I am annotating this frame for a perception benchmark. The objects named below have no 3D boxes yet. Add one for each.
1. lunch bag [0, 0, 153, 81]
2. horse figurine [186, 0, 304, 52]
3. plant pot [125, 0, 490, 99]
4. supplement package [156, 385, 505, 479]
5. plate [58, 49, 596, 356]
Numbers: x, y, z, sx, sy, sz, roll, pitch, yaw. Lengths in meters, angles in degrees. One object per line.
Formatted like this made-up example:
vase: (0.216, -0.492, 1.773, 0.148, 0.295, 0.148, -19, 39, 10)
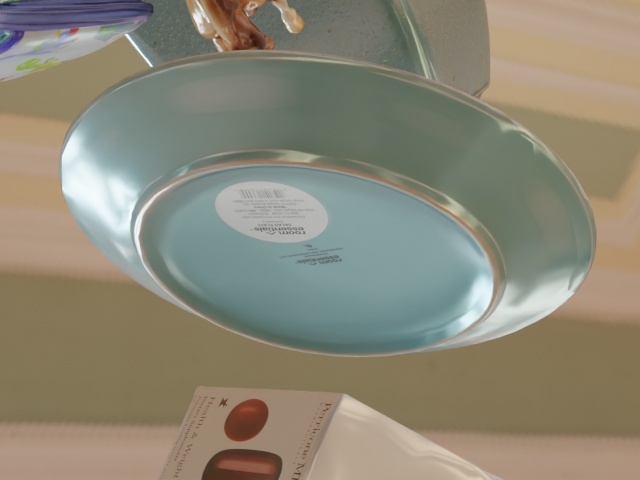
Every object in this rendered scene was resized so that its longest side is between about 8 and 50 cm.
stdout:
lunch bag: (-0.221, -0.128, 1.108, 0.176, 0.219, 0.090, -12, -91, -59)
horse figurine: (-0.060, -0.199, 1.216, 0.066, 0.263, 0.174, -15, -16, 13)
plant pot: (0.010, -0.188, 1.723, 0.248, 0.252, 0.247, -30, 5, 27)
supplement package: (-0.017, 0.214, 1.323, 0.149, 0.203, 0.194, 31, -108, -26)
plate: (0.000, 0.000, 0.683, 0.188, 0.188, 0.024, 50, -138, -47)
